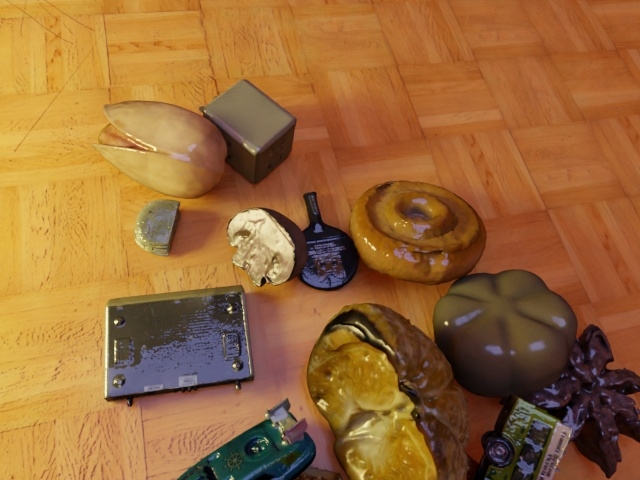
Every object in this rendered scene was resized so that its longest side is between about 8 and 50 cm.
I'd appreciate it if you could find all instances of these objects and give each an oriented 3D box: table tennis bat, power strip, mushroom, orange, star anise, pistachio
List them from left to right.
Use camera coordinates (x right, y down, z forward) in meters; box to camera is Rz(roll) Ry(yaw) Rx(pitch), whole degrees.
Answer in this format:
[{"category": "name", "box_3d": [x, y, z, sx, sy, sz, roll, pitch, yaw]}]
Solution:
[{"category": "pistachio", "box_3d": [-0.335, -0.194, 1.034, 0.299, 0.187, 0.187, 19, 63, 8]}, {"category": "power strip", "box_3d": [-0.182, -0.264, 1.118, 0.224, 0.140, 0.139, 40, 66, 9]}, {"category": "mushroom", "box_3d": [-0.097, 0.009, 1.016, 0.117, 0.141, 0.188, -14, 48, -48]}, {"category": "table tennis bat", "box_3d": [0.000, 0.000, 1.089, 0.150, 0.027, 0.236, -8, 69, -13]}, {"category": "orange", "box_3d": [0.127, 0.286, 0.854, 0.210, 0.271, 0.368, -5, 64, -43]}, {"category": "star anise", "box_3d": [0.513, 0.299, 0.981, 0.332, 0.117, 0.331, 3, 59, -6]}]

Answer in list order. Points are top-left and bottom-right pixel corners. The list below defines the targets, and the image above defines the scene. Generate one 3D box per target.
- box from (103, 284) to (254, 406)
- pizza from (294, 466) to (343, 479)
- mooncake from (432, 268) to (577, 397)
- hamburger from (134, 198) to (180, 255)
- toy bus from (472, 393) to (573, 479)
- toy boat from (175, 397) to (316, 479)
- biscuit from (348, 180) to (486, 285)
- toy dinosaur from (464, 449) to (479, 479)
[{"category": "box", "box_3d": [-0.269, 0.196, 0.938, 0.270, 0.045, 0.210, -4, 64, -11]}, {"category": "pizza", "box_3d": [-0.038, 0.454, 0.848, 0.271, 0.056, 0.134, 21, 72, 0]}, {"category": "mooncake", "box_3d": [0.351, 0.167, 0.953, 0.275, 0.135, 0.275, -10, 37, 8]}, {"category": "hamburger", "box_3d": [-0.346, -0.030, 1.029, 0.084, 0.054, 0.121, 9, 71, -7]}, {"category": "toy bus", "box_3d": [0.308, 0.413, 0.792, 0.139, 0.113, 0.301, 22, 83, 16]}, {"category": "toy boat", "box_3d": [-0.157, 0.381, 0.807, 0.299, 0.092, 0.134, -29, 35, -23]}, {"category": "biscuit", "box_3d": [0.208, -0.033, 1.053, 0.296, 0.102, 0.296, 4, 41, -4]}, {"category": "toy dinosaur", "box_3d": [0.313, 0.465, 0.873, 0.207, 0.113, 0.327, -2, 64, -11]}]
